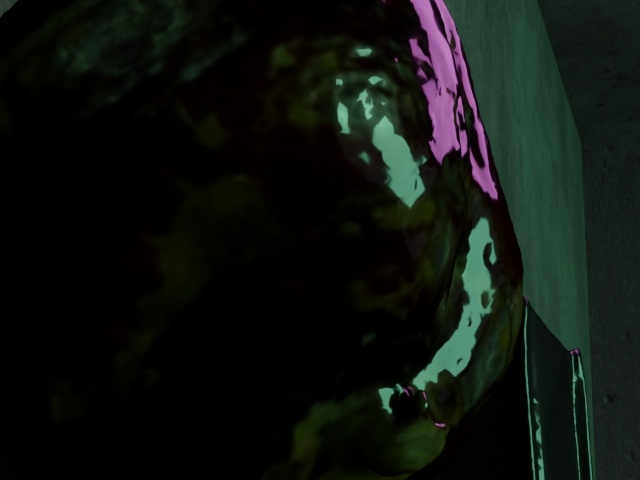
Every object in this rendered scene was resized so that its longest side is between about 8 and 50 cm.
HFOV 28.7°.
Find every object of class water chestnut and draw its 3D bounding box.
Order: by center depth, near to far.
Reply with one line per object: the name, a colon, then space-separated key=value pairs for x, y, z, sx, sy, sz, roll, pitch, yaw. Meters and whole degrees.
water chestnut: x=-0.057 y=-0.015 z=0.680 sx=0.335 sy=0.335 sz=0.347 roll=64 pitch=-5 yaw=-38

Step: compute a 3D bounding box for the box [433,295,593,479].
box: x=0.068 y=0.237 z=0.917 sx=0.204 sy=0.251 sz=0.345 roll=40 pitch=43 yaw=-61
